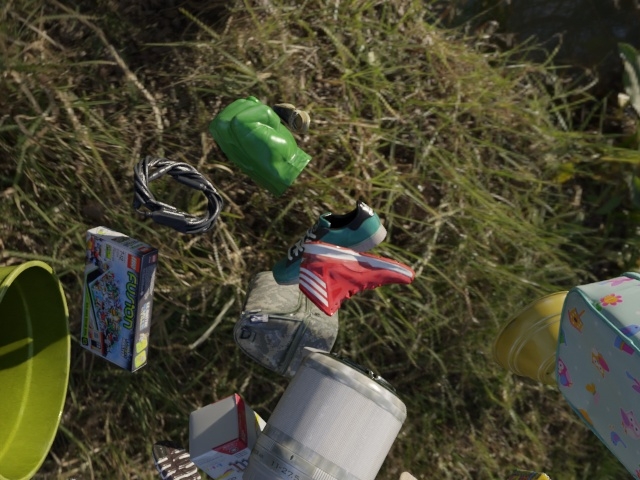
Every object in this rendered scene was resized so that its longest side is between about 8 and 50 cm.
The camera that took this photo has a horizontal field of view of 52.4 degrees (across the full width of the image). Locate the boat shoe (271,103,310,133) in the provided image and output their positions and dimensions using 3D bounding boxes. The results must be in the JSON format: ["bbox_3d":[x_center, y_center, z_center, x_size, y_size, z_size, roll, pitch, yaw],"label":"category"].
[{"bbox_3d":[-0.074,-0.308,1.627,0.048,0.153,0.056,3,118,-30],"label":"boat shoe"}]

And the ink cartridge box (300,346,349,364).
[{"bbox_3d":[-0.025,0.422,1.393,0.069,0.175,0.371,16,82,-16],"label":"ink cartridge box"}]

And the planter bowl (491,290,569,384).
[{"bbox_3d":[0.438,0.203,1.208,0.217,0.090,0.217,-10,131,-12],"label":"planter bowl"}]

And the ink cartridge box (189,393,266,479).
[{"bbox_3d":[-0.200,0.465,1.488,0.128,0.127,0.176,-26,130,10],"label":"ink cartridge box"}]

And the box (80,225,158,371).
[{"bbox_3d":[-0.318,0.092,1.019,0.036,0.114,0.207,-29,135,-59],"label":"box"}]

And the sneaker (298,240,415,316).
[{"bbox_3d":[0.060,0.084,1.202,0.221,0.087,0.128,14,87,-11],"label":"sneaker"}]

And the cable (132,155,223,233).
[{"bbox_3d":[-0.267,-0.086,1.219,0.184,0.047,0.151,11,51,-38],"label":"cable"}]

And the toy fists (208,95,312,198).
[{"bbox_3d":[-0.089,-0.142,0.977,0.142,0.279,0.096,39,91,-6],"label":"toy fists"}]

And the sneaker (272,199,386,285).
[{"bbox_3d":[0.000,0.000,1.569,0.302,0.108,0.121,-27,116,12],"label":"sneaker"}]

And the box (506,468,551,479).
[{"bbox_3d":[0.438,0.680,1.460,0.279,0.290,0.177,-42,74,-8],"label":"box"}]

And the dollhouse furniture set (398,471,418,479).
[{"bbox_3d":[0.059,0.607,1.579,0.303,0.286,0.198,35,92,9],"label":"dollhouse furniture set"}]

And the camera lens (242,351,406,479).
[{"bbox_3d":[0.012,0.360,1.188,0.219,0.219,0.274,39,72,-27],"label":"camera lens"}]

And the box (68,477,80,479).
[{"bbox_3d":[-0.579,0.617,1.570,0.083,0.018,0.067,29,72,-35],"label":"box"}]

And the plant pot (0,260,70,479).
[{"bbox_3d":[-0.655,0.214,1.081,0.352,0.366,0.367,1,100,-2],"label":"plant pot"}]

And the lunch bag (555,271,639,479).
[{"bbox_3d":[0.402,0.185,0.787,0.107,0.279,0.224,-17,124,-8],"label":"lunch bag"}]

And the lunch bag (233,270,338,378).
[{"bbox_3d":[-0.100,0.221,1.797,0.256,0.305,0.213,21,110,-7],"label":"lunch bag"}]

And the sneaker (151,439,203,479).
[{"bbox_3d":[-0.368,0.663,1.675,0.106,0.281,0.163,1,122,-51],"label":"sneaker"}]
